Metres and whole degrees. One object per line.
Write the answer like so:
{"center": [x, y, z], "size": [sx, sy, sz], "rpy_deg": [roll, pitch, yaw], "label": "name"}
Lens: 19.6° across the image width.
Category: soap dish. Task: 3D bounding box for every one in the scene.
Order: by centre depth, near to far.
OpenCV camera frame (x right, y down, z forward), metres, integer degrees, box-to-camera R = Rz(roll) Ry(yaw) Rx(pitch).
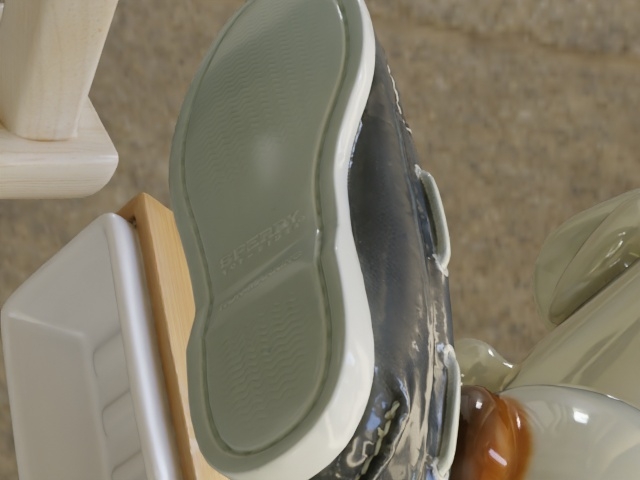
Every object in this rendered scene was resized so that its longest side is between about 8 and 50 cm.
{"center": [-0.164, 0.140, 1.573], "size": [0.118, 0.229, 0.291], "rpy_deg": [7, 59, -37], "label": "soap dish"}

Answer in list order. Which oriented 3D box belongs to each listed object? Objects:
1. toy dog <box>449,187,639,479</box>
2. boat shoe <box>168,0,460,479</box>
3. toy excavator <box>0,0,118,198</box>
{"center": [0.189, 0.141, 0.996], "size": [0.408, 0.395, 0.285], "rpy_deg": [-34, 91, -44], "label": "toy dog"}
{"center": [0.000, 0.000, 0.806], "size": [0.114, 0.091, 0.303], "rpy_deg": [-26, 41, 29], "label": "boat shoe"}
{"center": [-0.126, -0.288, 0.913], "size": [0.222, 0.433, 0.445], "rpy_deg": [0, 69, -32], "label": "toy excavator"}
